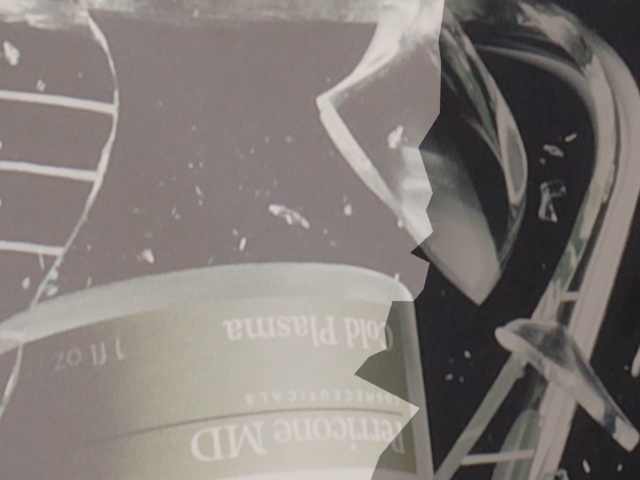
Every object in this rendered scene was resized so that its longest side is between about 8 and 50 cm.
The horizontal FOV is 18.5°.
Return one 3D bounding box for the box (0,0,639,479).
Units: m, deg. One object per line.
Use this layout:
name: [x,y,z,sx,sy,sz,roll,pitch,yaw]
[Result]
box: [0.016,0.020,0.902,0.480,0.297,0.472,0,98,-16]
